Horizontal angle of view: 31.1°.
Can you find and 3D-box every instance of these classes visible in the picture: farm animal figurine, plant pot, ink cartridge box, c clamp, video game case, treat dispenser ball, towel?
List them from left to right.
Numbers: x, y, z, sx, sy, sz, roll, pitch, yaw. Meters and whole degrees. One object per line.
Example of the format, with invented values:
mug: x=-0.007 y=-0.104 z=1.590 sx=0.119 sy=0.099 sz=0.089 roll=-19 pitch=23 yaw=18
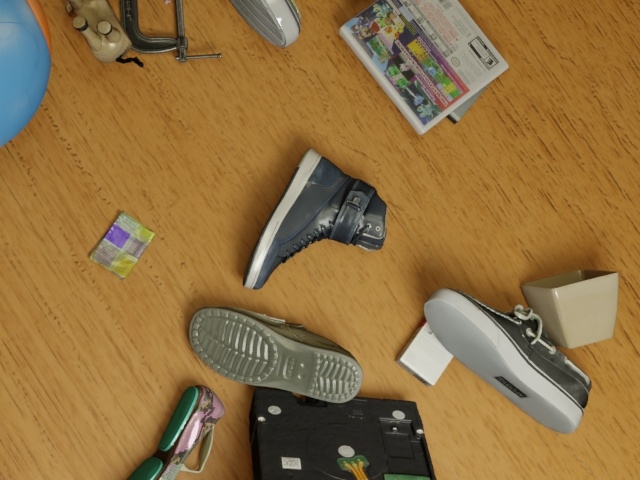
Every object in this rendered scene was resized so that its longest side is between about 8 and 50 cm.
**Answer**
treat dispenser ball: x=-0.487 y=-0.240 z=1.454 sx=0.288 sy=0.288 sz=0.288 roll=3 pitch=78 yaw=-13
farm animal figurine: x=-0.307 y=-0.431 z=1.602 sx=0.326 sy=0.172 sz=0.330 roll=27 pitch=85 yaw=10
towel: x=-0.275 y=0.008 z=1.600 sx=0.060 sy=0.009 sz=0.083 roll=35 pitch=73 yaw=-3
c clamp: x=-0.224 y=-0.331 z=1.676 sx=0.137 sy=0.022 sz=0.161 roll=-9 pitch=81 yaw=-8
video game case: x=0.156 y=-0.288 z=1.730 sx=0.183 sy=0.023 sz=0.201 roll=-38 pitch=90 yaw=-17
ink cartridge box: x=0.166 y=0.148 z=1.665 sx=0.063 sy=0.029 sz=0.115 roll=38 pitch=72 yaw=-3
plant pot: x=0.373 y=0.102 z=1.689 sx=0.109 sy=0.109 sz=0.096 roll=-13 pitch=95 yaw=-15

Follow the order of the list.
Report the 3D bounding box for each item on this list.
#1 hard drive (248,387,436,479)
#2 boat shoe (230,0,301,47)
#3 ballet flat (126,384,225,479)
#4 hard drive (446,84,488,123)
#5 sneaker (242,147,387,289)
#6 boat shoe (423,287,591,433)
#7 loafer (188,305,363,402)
hard drive: x=0.034 y=0.325 z=1.467 sx=0.237 sy=0.339 sz=0.064 roll=6 pitch=120 yaw=-11
boat shoe: x=-0.110 y=-0.421 z=1.677 sx=0.094 sy=0.109 sz=0.302 roll=-33 pitch=85 yaw=-19
ballet flat: x=-0.197 y=0.299 z=1.533 sx=0.079 sy=0.077 sz=0.221 roll=41 pitch=72 yaw=-23
hard drive: x=0.184 y=-0.255 z=1.754 sx=0.135 sy=0.022 sz=0.094 roll=41 pitch=73 yaw=-3
sneaker: x=0.001 y=-0.001 z=1.626 sx=0.163 sy=0.086 sz=0.226 roll=30 pitch=73 yaw=-3
boat shoe: x=0.276 y=0.148 z=1.634 sx=0.306 sy=0.113 sz=0.105 roll=39 pitch=64 yaw=-15
loafer: x=-0.062 y=0.156 z=1.591 sx=0.251 sy=0.087 sz=0.094 roll=21 pitch=101 yaw=3
